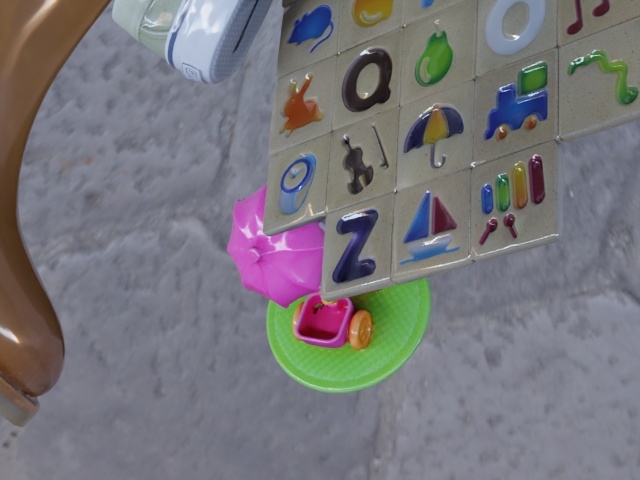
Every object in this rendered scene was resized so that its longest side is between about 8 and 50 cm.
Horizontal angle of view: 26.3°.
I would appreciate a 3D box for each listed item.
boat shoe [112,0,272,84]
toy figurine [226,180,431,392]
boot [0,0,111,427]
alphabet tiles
[{"bbox_3d":[-0.045,-0.254,0.906,0.094,0.109,0.302,28,97,7],"label":"boat shoe"},{"bbox_3d":[0.000,0.000,0.962,0.130,0.159,0.173,8,68,26],"label":"toy figurine"},{"bbox_3d":[-0.106,-0.096,0.515,0.220,0.109,0.283,-29,80,-13],"label":"boot"},{"bbox_3d":[0.075,-0.138,0.833,0.285,0.343,0.011,-18,149,41],"label":"alphabet tiles"}]
